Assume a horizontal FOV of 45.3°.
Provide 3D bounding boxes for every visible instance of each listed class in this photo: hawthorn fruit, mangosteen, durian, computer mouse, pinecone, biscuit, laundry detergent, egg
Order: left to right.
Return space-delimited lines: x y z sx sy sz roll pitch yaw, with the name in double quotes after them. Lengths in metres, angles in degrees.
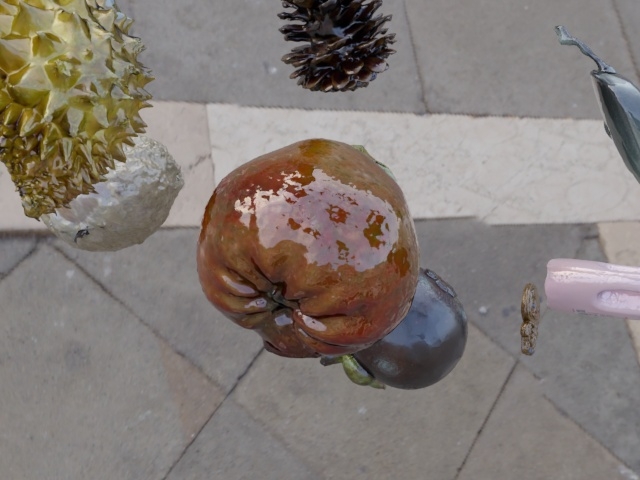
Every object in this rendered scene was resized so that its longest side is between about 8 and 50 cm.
-0.206 -0.142 0.562 0.249 0.138 0.183 44 16 22 "durian"
-0.423 -0.103 1.508 0.310 0.279 0.279 1 58 26 "egg"
0.000 0.000 1.354 0.402 0.403 0.403 8 64 -16 "hawthorn fruit"
0.019 -0.432 1.520 0.246 0.246 0.292 -32 111 -29 "pinecone"
0.180 0.203 1.753 0.329 0.330 0.330 8 64 -16 "mangosteen"
0.510 0.190 1.854 0.124 0.026 0.175 27 66 -57 "biscuit"
0.426 -0.134 1.007 0.379 0.090 0.167 49 23 9 "computer mouse"
0.545 0.087 1.252 0.335 0.159 0.088 4 76 26 "laundry detergent"

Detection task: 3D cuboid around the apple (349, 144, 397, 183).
-0.006 -0.060 1.622 0.346 0.179 0.254 -34 62 -16 "apple"
